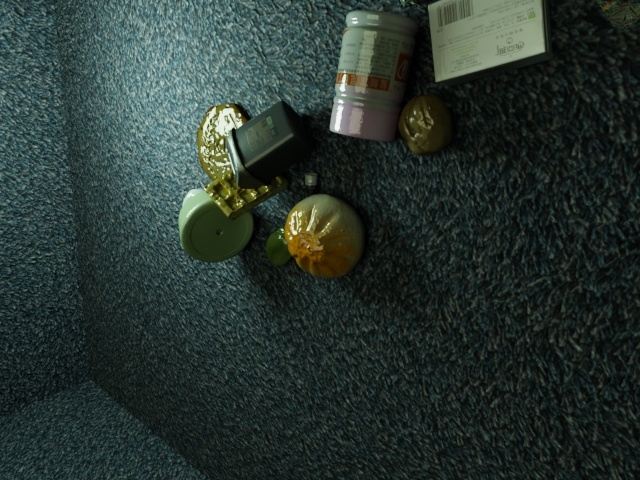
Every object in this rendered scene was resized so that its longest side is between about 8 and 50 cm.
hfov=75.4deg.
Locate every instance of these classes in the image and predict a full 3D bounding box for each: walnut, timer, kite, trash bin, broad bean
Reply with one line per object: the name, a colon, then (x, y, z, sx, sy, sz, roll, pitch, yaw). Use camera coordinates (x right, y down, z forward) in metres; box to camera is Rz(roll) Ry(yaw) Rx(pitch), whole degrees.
walnut: (0.290, -0.315, 1.130, 0.167, 0.149, 0.167, 55, 159, 34)
timer: (-0.463, -0.108, 1.700, 0.315, 0.290, 0.291, 46, 127, 45)
kite: (0.657, -0.495, 0.888, 0.122, 0.004, 0.090, 26, 116, 30)
trash bin: (-0.188, -0.321, 1.425, 0.290, 0.182, 0.210, -29, 64, 19)
broad bean: (-0.148, 0.021, 1.575, 0.174, 0.082, 0.124, -37, 80, 36)

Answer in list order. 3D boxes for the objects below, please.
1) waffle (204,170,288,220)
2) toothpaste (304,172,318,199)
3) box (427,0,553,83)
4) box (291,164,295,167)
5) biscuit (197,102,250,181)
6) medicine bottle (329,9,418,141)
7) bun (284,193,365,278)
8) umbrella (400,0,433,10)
waffle: (-0.269, -0.198, 1.517, 0.168, 0.274, 0.057, 46, 157, 19)
toothpaste: (-0.029, -0.141, 1.475, 0.071, 0.045, 0.194, 15, 115, 32)
box: (0.408, -0.510, 1.007, 0.260, 0.111, 0.195, -2, 100, 35)
box: (-0.110, -0.311, 1.506, 0.054, 0.024, 0.083, 27, 115, 28)
biscuit: (-0.387, -0.381, 1.688, 0.359, 0.046, 0.359, 9, 105, 36)
medicine bottle: (0.145, -0.452, 1.165, 0.202, 0.202, 0.316, 21, 112, 32)
bun: (0.000, 0.000, 1.388, 0.298, 0.164, 0.299, 14, 117, 29)
umbrella: (0.206, -0.696, 1.165, 0.269, 0.044, 0.044, 39, 94, 25)
